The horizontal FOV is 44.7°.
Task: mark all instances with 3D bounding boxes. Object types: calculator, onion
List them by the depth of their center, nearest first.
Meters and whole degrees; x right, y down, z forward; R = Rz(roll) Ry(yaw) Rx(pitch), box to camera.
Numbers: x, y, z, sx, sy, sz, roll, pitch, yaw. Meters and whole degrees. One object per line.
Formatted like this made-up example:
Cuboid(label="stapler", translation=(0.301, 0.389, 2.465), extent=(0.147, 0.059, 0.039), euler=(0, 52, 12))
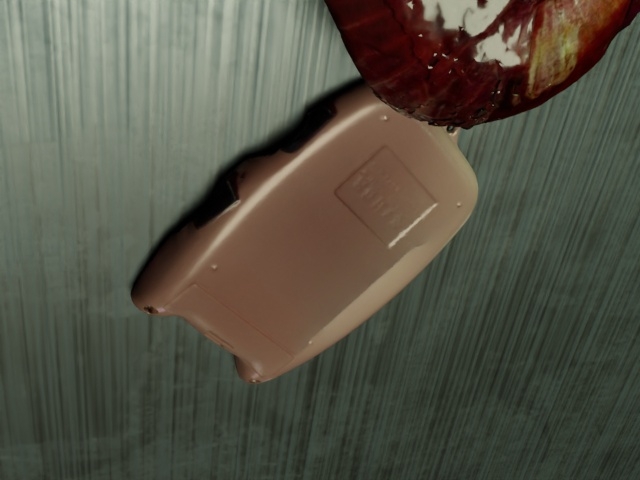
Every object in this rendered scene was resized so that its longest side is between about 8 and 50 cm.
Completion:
Cuboid(label="onion", translation=(0.116, -0.191, 0.509), extent=(0.252, 0.219, 0.252), euler=(-8, 117, -16))
Cuboid(label="calculator", translation=(0.000, 0.000, 0.714), extent=(0.329, 0.048, 0.220), euler=(-41, 125, 10))
